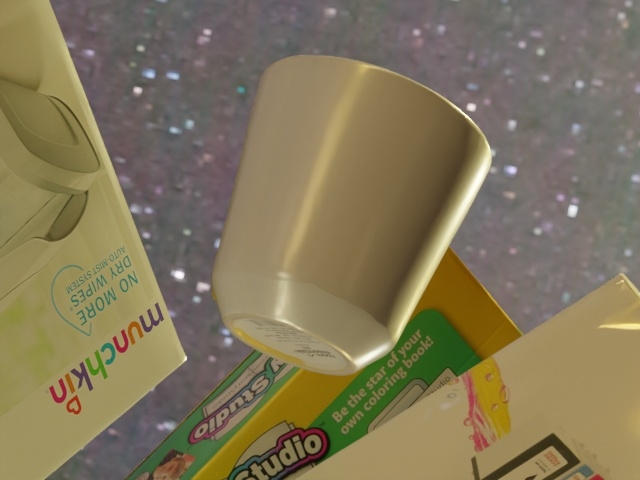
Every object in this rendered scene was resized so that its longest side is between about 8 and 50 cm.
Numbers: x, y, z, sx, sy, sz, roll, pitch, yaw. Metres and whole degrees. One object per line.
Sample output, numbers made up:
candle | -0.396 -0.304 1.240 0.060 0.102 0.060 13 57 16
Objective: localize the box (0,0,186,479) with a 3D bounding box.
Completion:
box | -0.219 0.024 0.719 0.262 0.127 0.231 -39 -63 -46

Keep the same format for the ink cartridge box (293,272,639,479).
ink cartridge box | 0.126 0.170 0.864 0.233 0.168 0.171 -32 -31 -4

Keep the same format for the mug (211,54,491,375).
mug | 0.003 0.000 0.389 0.078 0.062 0.064 92 -162 -69

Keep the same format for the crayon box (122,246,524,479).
crayon box | 0.043 0.218 1.282 0.363 0.106 0.313 -45 -69 -9
